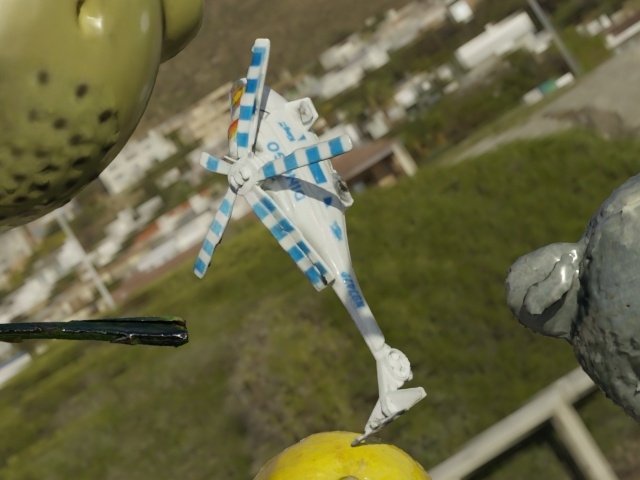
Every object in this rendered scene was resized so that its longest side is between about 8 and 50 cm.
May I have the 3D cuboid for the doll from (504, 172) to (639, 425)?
[{"bbox_3d":[0.271,0.083,0.780,0.246,0.340,0.158,-42,11,31],"label":"doll"}]

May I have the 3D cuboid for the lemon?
[{"bbox_3d":[0.020,0.237,1.190,0.170,0.170,0.207,-29,-43,-25],"label":"lemon"}]

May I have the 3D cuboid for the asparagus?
[{"bbox_3d":[-0.207,0.061,1.103,0.233,0.023,0.022,2,-2,-6],"label":"asparagus"}]

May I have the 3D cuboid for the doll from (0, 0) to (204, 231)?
[{"bbox_3d":[-0.179,-0.102,0.647,0.177,0.161,0.260,-40,-39,14],"label":"doll"}]

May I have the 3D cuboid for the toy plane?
[{"bbox_3d":[0.008,-0.004,1.169,0.107,0.273,0.182,-18,-34,-54],"label":"toy plane"}]
